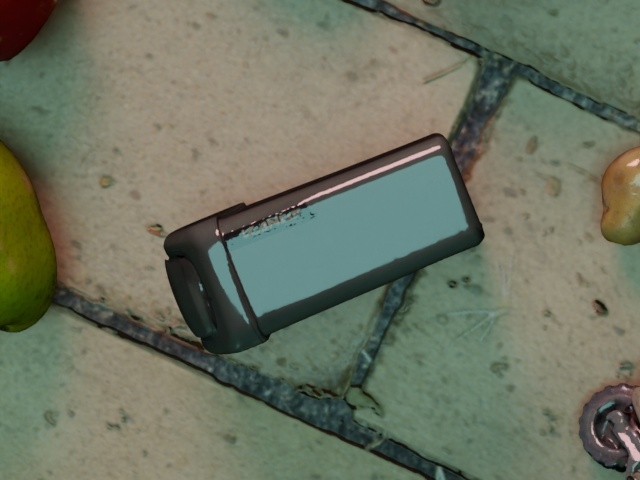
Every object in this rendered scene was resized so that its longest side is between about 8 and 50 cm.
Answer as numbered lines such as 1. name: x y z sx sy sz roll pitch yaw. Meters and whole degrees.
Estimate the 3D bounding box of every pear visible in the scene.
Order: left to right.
1. pear: -0.316 -0.004 0.952 0.187 0.187 0.220 -34 115 11

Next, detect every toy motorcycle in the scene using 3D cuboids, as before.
1. toy motorcycle: 0.300 0.184 0.896 0.130 0.094 0.229 -43 51 11

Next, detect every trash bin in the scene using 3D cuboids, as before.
1. trash bin: 0.000 0.000 0.904 0.236 0.177 0.101 -22 92 7

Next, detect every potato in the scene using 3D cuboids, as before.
1. potato: 0.248 -0.035 0.920 0.068 0.062 0.083 10 99 -24

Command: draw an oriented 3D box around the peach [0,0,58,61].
1. peach: -0.315 -0.223 0.914 0.226 0.190 0.196 -14 140 2
